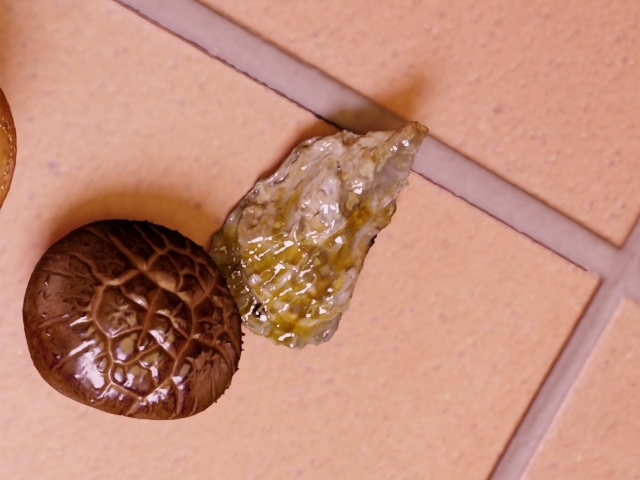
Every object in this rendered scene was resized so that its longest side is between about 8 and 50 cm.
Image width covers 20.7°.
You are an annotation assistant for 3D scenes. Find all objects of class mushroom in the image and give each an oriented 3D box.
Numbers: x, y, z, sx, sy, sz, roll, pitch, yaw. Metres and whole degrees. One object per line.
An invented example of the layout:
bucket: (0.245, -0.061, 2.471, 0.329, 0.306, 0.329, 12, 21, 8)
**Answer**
mushroom: (-0.101, 0.046, 0.964, 0.126, 0.085, 0.109, 2, 102, -28)

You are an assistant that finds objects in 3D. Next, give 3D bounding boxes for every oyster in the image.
oyster: (0.000, 0.000, 1.025, 0.146, 0.045, 0.121, -23, 125, -15)

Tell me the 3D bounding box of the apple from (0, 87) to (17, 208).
apple: (-0.220, -0.046, 0.868, 0.146, 0.146, 0.146, -6, 105, -21)
